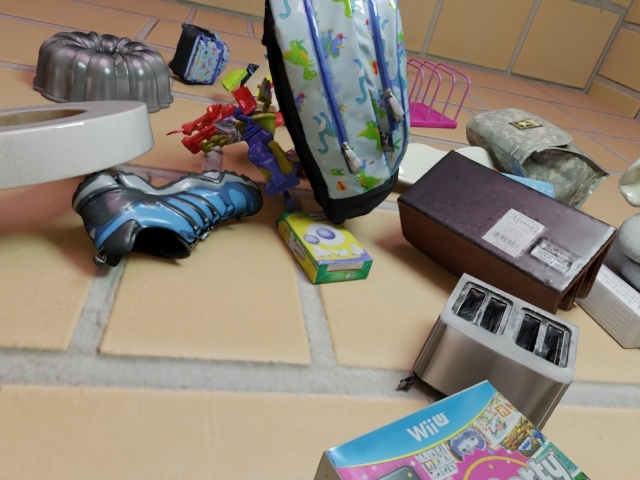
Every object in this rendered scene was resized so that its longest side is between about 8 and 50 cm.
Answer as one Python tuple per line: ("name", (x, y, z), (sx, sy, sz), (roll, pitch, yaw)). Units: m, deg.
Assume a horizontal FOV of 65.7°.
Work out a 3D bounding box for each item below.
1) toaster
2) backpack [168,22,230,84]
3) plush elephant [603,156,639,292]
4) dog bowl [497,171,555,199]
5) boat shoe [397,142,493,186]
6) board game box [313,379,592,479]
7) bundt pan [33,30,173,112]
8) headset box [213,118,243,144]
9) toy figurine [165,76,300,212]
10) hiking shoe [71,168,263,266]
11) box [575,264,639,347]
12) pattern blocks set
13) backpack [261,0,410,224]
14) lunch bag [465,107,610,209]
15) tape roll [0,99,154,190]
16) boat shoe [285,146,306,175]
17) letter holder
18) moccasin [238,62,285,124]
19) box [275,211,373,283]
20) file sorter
("toaster", (0.220, 0.143, 0.634), (0.168, 0.110, 0.186), (26, 32, 19))
("backpack", (-0.345, -0.550, 1.493), (0.117, 0.158, 0.173), (39, 26, 21))
("plush elephant", (0.670, -0.015, 0.921), (0.272, 0.255, 0.330), (21, 18, -28))
("dog bowl", (0.375, -0.106, 1.077), (0.298, 0.073, 0.166), (8, 5, -15))
("boat shoe", (0.268, -0.166, 1.184), (0.305, 0.091, 0.109), (-5, 76, -24))
("board game box", (0.160, 0.280, 0.397), (0.224, 0.097, 0.303), (-8, 37, -35))
("bundt pan", (-0.532, -0.431, 1.235), (0.331, 0.124, 0.330), (11, 30, -6))
("headset box", (-0.220, -0.257, 1.173), (0.062, 0.032, 0.083), (29, 32, 22))
("toy figurine", (-0.122, -0.141, 0.952), (0.191, 0.217, 0.362), (-31, 6, -1))
("hiking shoe", (-0.210, -0.028, 0.761), (0.304, 0.113, 0.132), (-9, 66, -41))
("box", (0.486, 0.064, 0.927), (0.063, 0.067, 0.324), (3, 32, -21))
("pattern blocks set", (-0.136, -0.402, 1.299), (0.286, 0.026, 0.324), (25, 64, 29))
("backpack", (0.031, -0.256, 0.808), (0.274, 0.355, 0.290), (-22, 39, 19))
("lunch bag", (0.528, -0.217, 1.246), (0.287, 0.168, 0.235), (19, 24, -32))
("tape roll", (-0.454, -0.150, 0.740), (0.393, 0.071, 0.392), (-4, 23, 1))
("boat shoe", (-0.016, -0.212, 1.150), (0.073, 0.073, 0.207), (26, 32, 14))
("letter holder", (0.303, 0.018, 0.867), (0.152, 0.214, 0.302), (-41, 55, -18))
("moccasin", (-0.095, -0.396, 1.373), (0.342, 0.116, 0.138), (27, 32, 19))
("box", (0.000, 0.000, 0.839), (0.105, 0.043, 0.179), (-4, 33, -29))
("file sorter", (0.323, -0.506, 1.676), (0.291, 0.182, 0.202), (-6, 37, -31))
